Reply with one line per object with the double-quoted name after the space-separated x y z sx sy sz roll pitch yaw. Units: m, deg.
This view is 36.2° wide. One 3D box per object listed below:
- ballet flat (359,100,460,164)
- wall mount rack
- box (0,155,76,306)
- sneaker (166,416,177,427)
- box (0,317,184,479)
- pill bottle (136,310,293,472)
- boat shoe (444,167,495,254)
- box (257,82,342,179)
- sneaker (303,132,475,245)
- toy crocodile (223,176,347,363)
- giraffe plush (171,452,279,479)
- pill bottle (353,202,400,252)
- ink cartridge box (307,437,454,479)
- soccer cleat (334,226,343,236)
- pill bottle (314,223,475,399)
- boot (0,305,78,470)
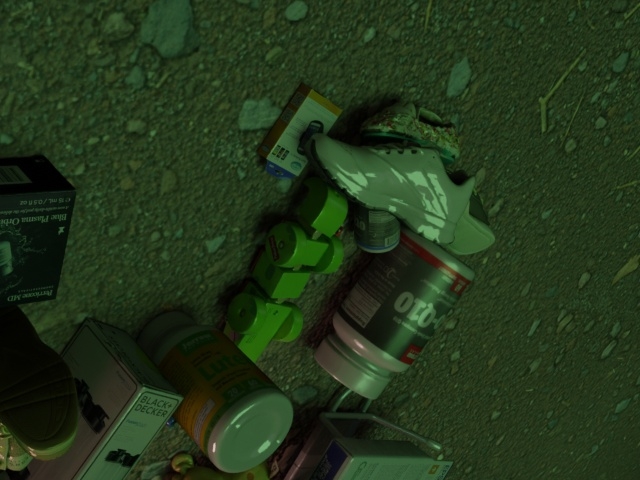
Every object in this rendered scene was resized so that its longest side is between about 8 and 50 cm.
0.142 -0.178 1.557 0.241 0.091 0.077 12 81 -53 "ballet flat"
0.066 0.453 1.930 0.304 0.130 0.350 14 110 -49 "wall mount rack"
-0.386 -0.008 1.147 0.156 0.093 0.158 -7 126 -41 "box"
-0.203 0.268 1.575 0.135 0.058 0.052 -19 132 -35 "sneaker"
-0.338 0.275 1.360 0.290 0.169 0.087 -55 142 4 "box"
-0.163 0.208 1.415 0.136 0.245 0.136 -26 135 -29 "pill bottle"
0.212 -0.067 1.679 0.109 0.091 0.305 -22 151 20 "boat shoe"
-0.034 -0.154 1.430 0.136 0.028 0.081 -54 142 8 "box"
0.105 -0.102 1.470 0.297 0.111 0.129 24 101 -32 "sneaker"
-0.067 0.059 1.521 0.115 0.105 0.340 11 116 -47 "toy crocodile"
-0.172 0.438 1.678 0.170 0.181 0.210 -4 136 -18 "giraffe plush"
0.092 -0.054 1.592 0.078 0.078 0.137 -27 136 -27 "pill bottle"
0.064 0.520 1.842 0.330 0.071 0.324 16 108 -49 "ink cartridge box"
0.000 0.000 1.587 0.083 0.029 0.036 -29 146 -21 "soccer cleat"
0.124 0.124 1.699 0.283 0.161 0.161 -55 142 5 "pill bottle"
-0.369 0.221 1.212 0.095 0.262 0.203 -18 132 -32 "boot"
